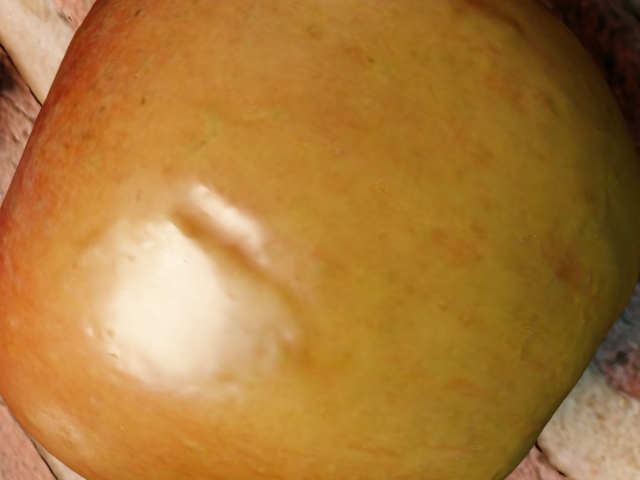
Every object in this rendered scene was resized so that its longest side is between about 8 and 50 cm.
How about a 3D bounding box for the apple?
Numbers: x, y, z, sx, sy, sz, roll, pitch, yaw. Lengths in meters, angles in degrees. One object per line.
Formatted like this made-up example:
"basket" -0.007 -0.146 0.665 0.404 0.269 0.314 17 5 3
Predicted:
"apple" 0.000 0.000 0.848 0.305 0.338 0.338 22 122 -2
